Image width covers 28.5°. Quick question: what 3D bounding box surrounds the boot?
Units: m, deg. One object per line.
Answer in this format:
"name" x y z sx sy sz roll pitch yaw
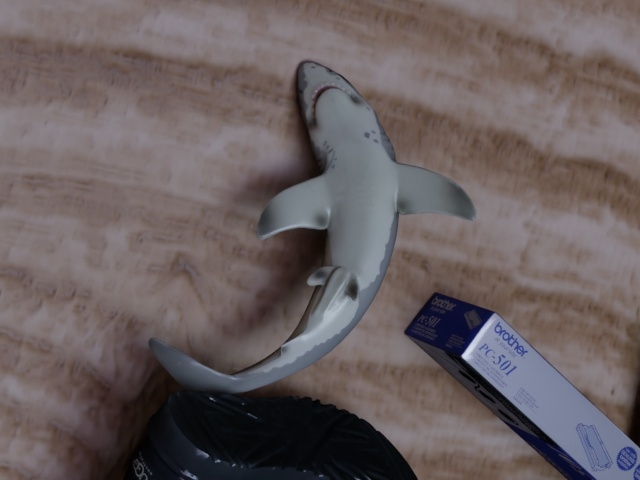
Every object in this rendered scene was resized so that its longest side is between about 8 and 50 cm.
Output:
"boot" -0.071 0.209 0.894 0.246 0.094 0.207 16 120 -44

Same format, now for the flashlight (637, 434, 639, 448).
"flashlight" 0.294 0.218 1.038 0.103 0.103 0.304 16 86 11

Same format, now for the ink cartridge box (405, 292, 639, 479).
"ink cartridge box" 0.167 0.126 0.984 0.207 0.097 0.046 42 81 -21

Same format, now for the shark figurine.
"shark figurine" 0.005 0.028 0.912 0.166 0.116 0.278 24 78 11
